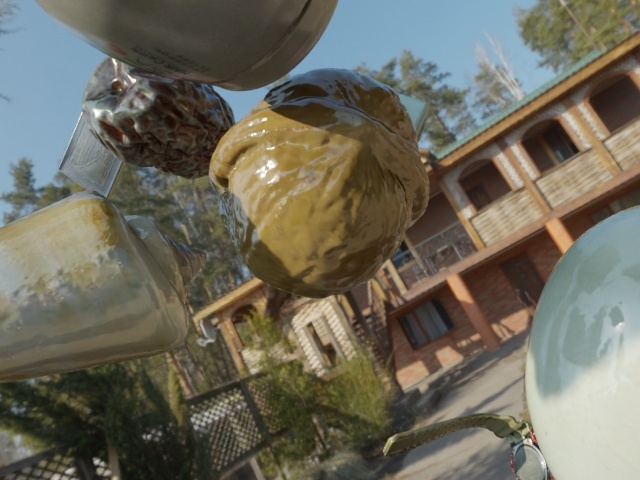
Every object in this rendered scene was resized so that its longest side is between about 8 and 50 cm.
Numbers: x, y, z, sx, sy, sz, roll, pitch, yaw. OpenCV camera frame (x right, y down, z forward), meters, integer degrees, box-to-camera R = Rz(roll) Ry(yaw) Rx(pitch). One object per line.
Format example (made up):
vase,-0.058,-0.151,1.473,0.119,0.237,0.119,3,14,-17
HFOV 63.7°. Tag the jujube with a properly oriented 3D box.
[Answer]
jujube,-0.286,-0.227,0.973,0.226,0.226,0.317,-30,-16,12

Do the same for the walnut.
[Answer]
walnut,0.000,-0.076,0.709,0.332,0.333,0.333,-26,-14,-7

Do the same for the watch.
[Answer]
watch,0.236,0.348,0.766,0.268,0.165,0.102,-2,-39,-25

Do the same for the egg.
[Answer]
egg,0.206,0.080,0.314,0.151,0.209,0.151,9,6,-1

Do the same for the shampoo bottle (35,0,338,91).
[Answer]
shampoo bottle,-0.131,-0.295,0.496,0.273,0.273,0.266,-33,-24,23

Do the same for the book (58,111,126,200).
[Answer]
book,-0.634,-0.273,1.484,0.269,0.191,0.025,-59,-9,15

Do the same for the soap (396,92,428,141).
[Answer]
soap,0.118,-0.200,1.122,0.087,0.159,0.265,85,-151,-62

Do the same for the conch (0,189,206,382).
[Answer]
conch,-0.206,0.028,0.364,0.255,0.127,0.158,-5,13,-36
